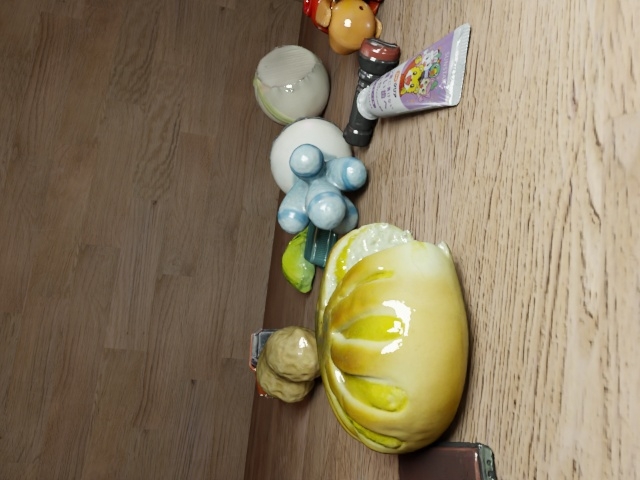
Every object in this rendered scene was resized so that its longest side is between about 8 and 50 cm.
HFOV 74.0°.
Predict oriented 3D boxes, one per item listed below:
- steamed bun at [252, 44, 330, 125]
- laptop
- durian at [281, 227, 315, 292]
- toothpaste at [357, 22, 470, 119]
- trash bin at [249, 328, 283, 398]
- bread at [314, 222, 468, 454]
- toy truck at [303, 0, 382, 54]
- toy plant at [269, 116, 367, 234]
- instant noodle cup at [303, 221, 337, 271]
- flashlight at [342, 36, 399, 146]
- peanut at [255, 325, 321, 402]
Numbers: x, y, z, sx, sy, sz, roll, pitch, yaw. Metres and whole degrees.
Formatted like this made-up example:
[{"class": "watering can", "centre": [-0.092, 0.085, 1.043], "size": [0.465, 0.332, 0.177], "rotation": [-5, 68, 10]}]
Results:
[{"class": "steamed bun", "centre": [-0.102, -0.565, 1.650], "size": [0.309, 0.308, 0.310], "rotation": [-172, 90, -78]}, {"class": "laptop", "centre": [0.142, 0.317, 0.491], "size": [0.207, 0.026, 0.154], "rotation": [119, 155, -62]}, {"class": "durian", "centre": [-0.068, 0.067, 1.489], "size": [0.139, 0.101, 0.250], "rotation": [-30, 42, 29]}, {"class": "toothpaste", "centre": [0.153, -0.267, 0.740], "size": [0.299, 0.073, 0.114], "rotation": [-162, 80, -70]}, {"class": "trash bin", "centre": [-0.149, 0.434, 1.496], "size": [0.161, 0.184, 0.239], "rotation": [-96, 7, -48]}, {"class": "bread", "centre": [0.075, 0.129, 0.604], "size": [0.333, 0.159, 0.334], "rotation": [-173, 90, -79]}, {"class": "toy truck", "centre": [0.077, -0.612, 1.052], "size": [0.239, 0.188, 0.265], "rotation": [-112, 31, -48]}, {"class": "toy plant", "centre": [-0.005, -0.138, 1.027], "size": [0.332, 0.246, 0.247], "rotation": [-105, 25, -56]}, {"class": "instant noodle cup", "centre": [0.000, 0.000, 1.273], "size": [0.157, 0.070, 0.179], "rotation": [-155, 74, -76]}, {"class": "flashlight", "centre": [0.108, -0.321, 0.948], "size": [0.093, 0.092, 0.232], "rotation": [-96, 13, -50]}, {"class": "peanut", "centre": [-0.085, 0.350, 1.198], "size": [0.387, 0.169, 0.193], "rotation": [117, 145, -55]}]
